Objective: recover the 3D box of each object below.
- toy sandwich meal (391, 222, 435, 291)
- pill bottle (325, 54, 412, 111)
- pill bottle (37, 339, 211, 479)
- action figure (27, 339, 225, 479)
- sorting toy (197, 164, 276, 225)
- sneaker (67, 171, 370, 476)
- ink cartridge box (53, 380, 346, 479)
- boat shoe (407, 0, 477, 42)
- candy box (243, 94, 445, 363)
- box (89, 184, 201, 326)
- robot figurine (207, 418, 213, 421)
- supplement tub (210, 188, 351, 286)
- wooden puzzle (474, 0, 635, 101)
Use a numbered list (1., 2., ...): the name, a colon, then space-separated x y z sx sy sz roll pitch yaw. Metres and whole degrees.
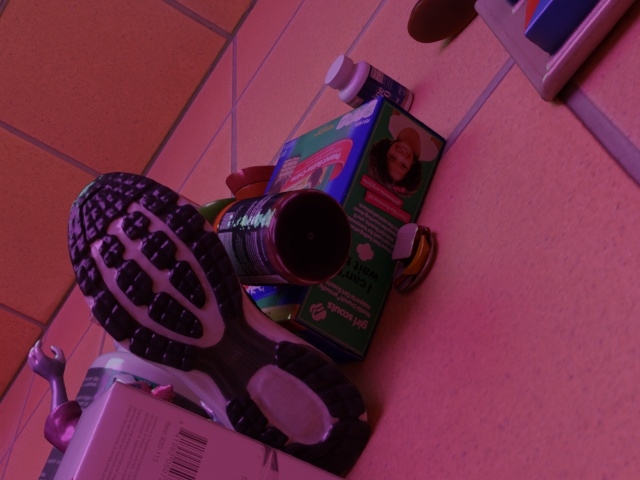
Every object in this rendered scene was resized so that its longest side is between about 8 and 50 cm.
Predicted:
1. toy sandwich meal: 0.102 0.019 1.107 0.085 0.029 0.085 -50 21 28
2. pill bottle: 0.069 -0.220 1.394 0.067 0.120 0.067 -51 21 28
3. pill bottle: -0.281 0.294 1.423 0.204 0.204 0.361 -27 39 59
4. action figure: -0.239 0.285 1.110 0.370 0.248 0.275 111 166 -50
5. sorting toy: -0.151 -0.011 1.744 0.365 0.127 0.126 -38 59 54
6. sneaker: -0.125 0.100 1.066 0.158 0.410 0.182 -41 3 -9
7. ink cartridge box: -0.117 0.289 0.892 0.117 0.283 0.207 -40 27 54
8. boat shoe: 0.204 -0.360 1.336 0.207 0.073 0.073 -36 28 37
9. candy box: 0.000 0.000 1.249 0.268 0.122 0.317 -17 48 59
10. box: -0.345 0.059 2.010 0.300 0.154 0.142 -53 21 17
11. robot figurine: -0.172 0.305 1.318 0.115 0.101 0.067 -51 -24 -27
12. supplement tub: -0.058 0.000 1.078 0.198 0.106 0.106 -4 58 58
13. wooden puzzle: 0.296 -0.353 1.070 0.322 0.080 0.348 -53 20 23
